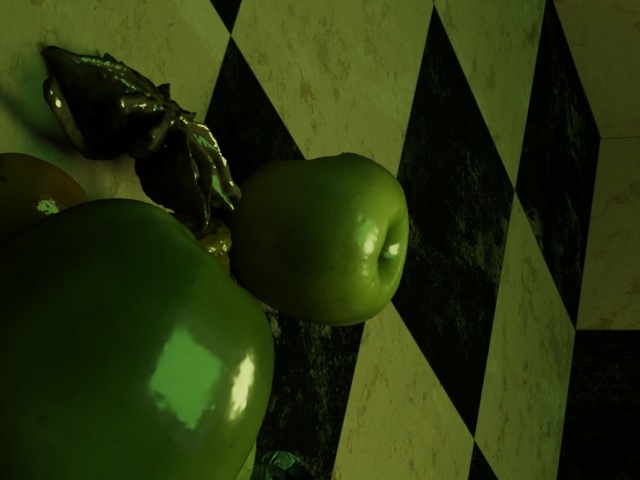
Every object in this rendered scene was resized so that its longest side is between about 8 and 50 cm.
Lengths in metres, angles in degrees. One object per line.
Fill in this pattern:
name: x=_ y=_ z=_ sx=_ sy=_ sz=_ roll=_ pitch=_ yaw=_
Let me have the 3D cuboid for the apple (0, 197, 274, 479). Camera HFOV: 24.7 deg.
apple: x=-0.221 y=0.135 z=1.481 sx=0.357 sy=0.357 sz=0.357 roll=-2 pitch=90 yaw=-66

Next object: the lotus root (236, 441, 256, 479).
lotus root: x=-0.150 y=0.214 z=1.884 sx=0.173 sy=0.173 sz=0.309 roll=-20 pitch=119 yaw=-65

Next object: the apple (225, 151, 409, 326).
apple: x=0.000 y=0.000 z=2.140 sx=0.279 sy=0.279 sz=0.279 roll=-2 pitch=90 yaw=-66

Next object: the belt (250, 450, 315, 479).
belt: x=-0.056 y=0.379 z=2.167 sx=0.140 sy=0.105 sz=0.058 roll=66 pitch=27 yaw=-7

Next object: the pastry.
pastry: x=-0.195 y=0.029 z=1.792 sx=0.189 sy=0.189 sz=0.103 roll=-35 pitch=125 yaw=-62

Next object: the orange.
orange: x=-0.314 y=-0.023 z=1.625 sx=0.170 sy=0.112 sz=0.160 roll=-65 pitch=146 yaw=-66

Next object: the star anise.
star anise: x=-0.219 y=-0.130 z=1.796 sx=0.109 sy=0.292 sz=0.349 roll=-51 pitch=-176 yaw=13
